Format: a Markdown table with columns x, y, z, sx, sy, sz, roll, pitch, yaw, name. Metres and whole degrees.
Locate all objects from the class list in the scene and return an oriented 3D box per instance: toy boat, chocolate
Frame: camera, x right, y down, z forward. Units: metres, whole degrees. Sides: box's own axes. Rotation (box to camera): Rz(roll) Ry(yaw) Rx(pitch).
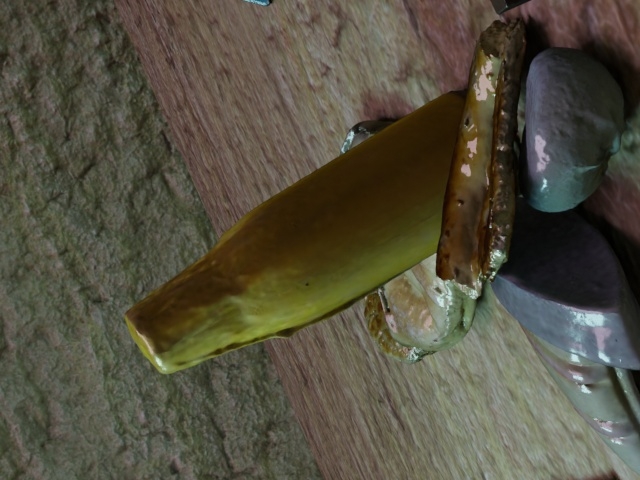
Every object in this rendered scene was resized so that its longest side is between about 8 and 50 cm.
| x | y | z | sx | sy | sz | roll | pitch | yaw | name |
| --- | --- | --- | --- | --- | --- | --- | --- | --- | --- |
| 0.250 | 0.088 | 1.018 | 0.276 | 0.111 | 0.293 | 59 | 174 | 44 | toy boat |
| 0.000 | 0.000 | 1.074 | 0.162 | 0.445 | 0.162 | 55 | 166 | 21 | chocolate |

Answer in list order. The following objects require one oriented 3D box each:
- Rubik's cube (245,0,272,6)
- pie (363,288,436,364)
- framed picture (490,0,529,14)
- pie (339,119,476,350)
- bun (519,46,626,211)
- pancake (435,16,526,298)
| x | y | z | sx | sy | sz | roll | pitch | yaw | name |
| --- | --- | --- | --- | --- | --- | --- | --- | --- | --- |
| -0.211 | -0.461 | 1.607 | 0.190 | 0.178 | 0.211 | -137 | 27 | -63 | Rubik's cube |
| 0.130 | 0.100 | 1.515 | 0.193 | 0.079 | 0.163 | 39 | 135 | 54 | pie |
| 0.150 | -0.265 | 0.724 | 0.168 | 0.128 | 0.023 | 65 | 167 | 0 | framed picture |
| 0.113 | -0.010 | 1.363 | 0.337 | 0.075 | 0.337 | 48 | 148 | 45 | pie |
| 0.214 | -0.092 | 0.852 | 0.141 | 0.083 | 0.140 | 6 | -90 | -86 | bun |
| 0.146 | -0.062 | 0.898 | 0.244 | 0.057 | 0.266 | -69 | -14 | -71 | pancake |
